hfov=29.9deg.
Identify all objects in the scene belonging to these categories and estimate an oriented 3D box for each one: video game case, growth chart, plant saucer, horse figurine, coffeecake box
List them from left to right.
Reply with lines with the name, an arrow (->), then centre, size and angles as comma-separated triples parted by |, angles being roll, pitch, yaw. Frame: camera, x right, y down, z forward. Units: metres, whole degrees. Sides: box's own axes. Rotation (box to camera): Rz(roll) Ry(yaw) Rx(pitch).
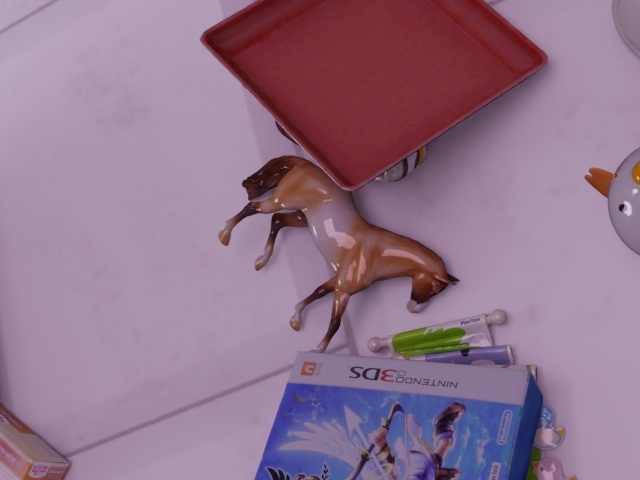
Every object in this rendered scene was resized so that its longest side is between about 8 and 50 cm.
coffeecake box -> -0.400, 0.301, 1.404 | 0.142, 0.068, 0.185 | 31, 95, 31
horse figurine -> 0.000, 0.000, 1.259 | 0.174, 0.066, 0.263 | -45, 65, 19
plant saucer -> 0.052, -0.183, 1.226 | 0.259, 0.048, 0.258 | -33, 61, -17
video game case -> 0.055, 0.236, 1.095 | 0.244, 0.061, 0.270 | 1, 55, 27
growth chart -> 0.149, 0.184, 1.165 | 0.172, 0.021, 0.237 | -21, 71, 22

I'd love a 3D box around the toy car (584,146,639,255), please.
toy car -> 0.322, -0.040, 1.031 | 0.238, 0.210, 0.219 | 8, 72, 42

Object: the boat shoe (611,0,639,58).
boat shoe -> 0.409, -0.200, 1.059 | 0.099, 0.116, 0.319 | -35, 29, -30

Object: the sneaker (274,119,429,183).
sneaker -> 0.016, -0.108, 1.251 | 0.185, 0.084, 0.070 | 16, 125, 30
